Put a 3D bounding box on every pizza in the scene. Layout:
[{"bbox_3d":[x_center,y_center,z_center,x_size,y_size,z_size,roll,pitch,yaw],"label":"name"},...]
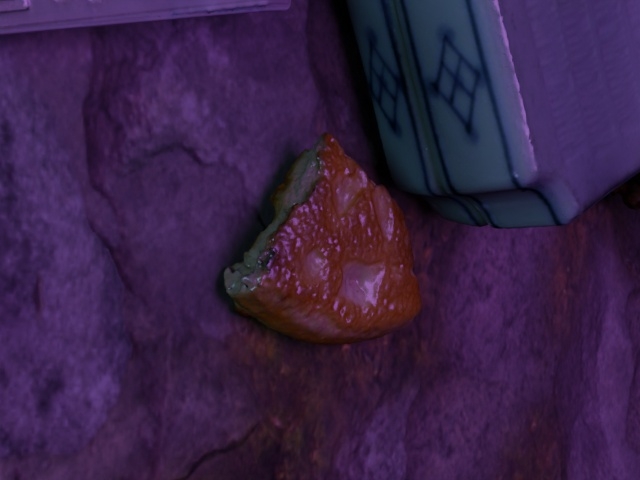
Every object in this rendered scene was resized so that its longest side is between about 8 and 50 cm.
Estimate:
[{"bbox_3d":[0.000,0.000,1.197,0.182,0.062,0.161,-5,100,-44],"label":"pizza"}]

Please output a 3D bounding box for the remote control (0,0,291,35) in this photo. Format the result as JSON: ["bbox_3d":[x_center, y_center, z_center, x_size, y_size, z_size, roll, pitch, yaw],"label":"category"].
[{"bbox_3d":[-0.144,-0.190,1.039,0.313,0.055,0.109,-13,93,-44],"label":"remote control"}]

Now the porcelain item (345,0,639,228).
[{"bbox_3d":[0.161,-0.171,1.305,0.281,0.157,0.286,-34,115,-42],"label":"porcelain item"}]

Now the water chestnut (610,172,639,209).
[{"bbox_3d":[0.402,-0.141,1.509,0.335,0.347,0.335,-21,90,-89],"label":"water chestnut"}]
